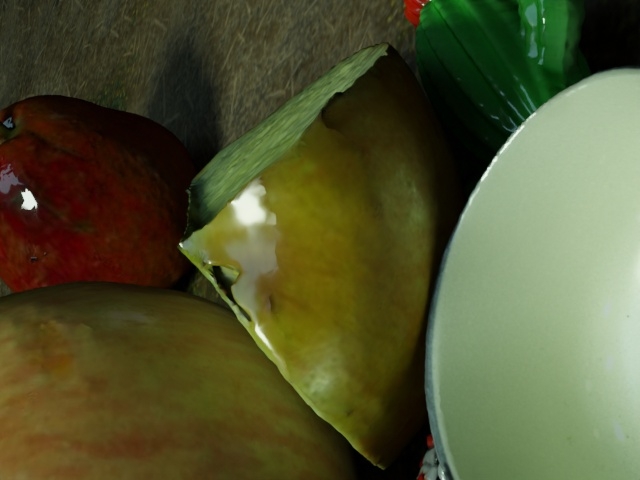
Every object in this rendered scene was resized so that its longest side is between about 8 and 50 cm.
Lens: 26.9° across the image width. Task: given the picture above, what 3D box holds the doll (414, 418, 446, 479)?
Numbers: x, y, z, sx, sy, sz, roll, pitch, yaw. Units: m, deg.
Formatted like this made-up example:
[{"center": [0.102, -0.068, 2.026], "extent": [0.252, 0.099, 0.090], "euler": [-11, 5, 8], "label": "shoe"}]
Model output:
[{"center": [0.066, 0.193, 0.837], "extent": [0.109, 0.057, 0.169], "euler": [136, 153, -69], "label": "doll"}]

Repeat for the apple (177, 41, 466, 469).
[{"center": [0.000, 0.000, 0.834], "extent": [0.346, 0.179, 0.254], "euler": [-129, 48, -80], "label": "apple"}]

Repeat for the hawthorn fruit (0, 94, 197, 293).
[{"center": [-0.241, -0.039, 1.280], "extent": [0.224, 0.261, 0.224], "euler": [-26, 45, 29], "label": "hawthorn fruit"}]

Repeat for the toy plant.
[{"center": [0.103, -0.103, 0.848], "extent": [0.240, 0.088, 0.154], "euler": [-150, 59, -69], "label": "toy plant"}]

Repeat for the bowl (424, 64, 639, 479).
[{"center": [0.166, 0.046, 0.625], "extent": [0.238, 0.126, 0.237], "euler": [-33, 51, 54], "label": "bowl"}]

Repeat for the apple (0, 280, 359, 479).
[{"center": [-0.156, 0.217, 0.918], "extent": [0.391, 0.346, 0.391], "euler": [-38, 47, 55], "label": "apple"}]
